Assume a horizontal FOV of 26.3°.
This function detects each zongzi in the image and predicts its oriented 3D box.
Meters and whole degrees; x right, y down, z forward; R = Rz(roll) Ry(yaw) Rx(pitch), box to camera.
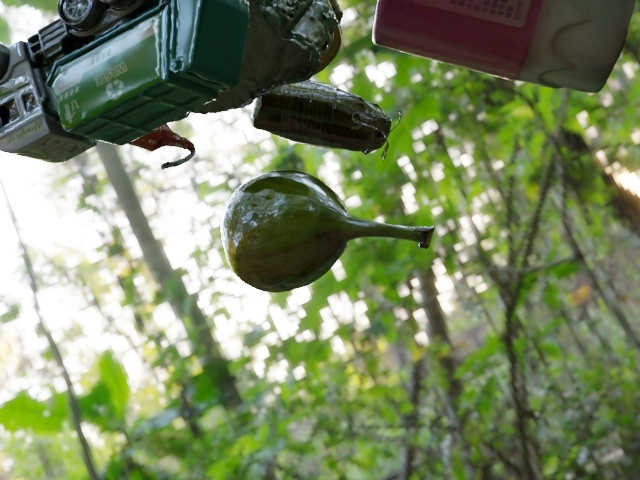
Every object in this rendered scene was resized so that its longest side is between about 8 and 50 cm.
[{"bbox_3d":[0.017,-0.159,1.811,0.187,0.084,0.184,16,5,10],"label":"zongzi"}]

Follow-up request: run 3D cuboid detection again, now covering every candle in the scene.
[{"bbox_3d":[-0.207,-0.117,1.426,0.162,0.048,0.053,17,-39,-9],"label":"candle"}]

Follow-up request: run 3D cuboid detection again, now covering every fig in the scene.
[{"bbox_3d":[0.000,0.000,1.570,0.259,0.151,0.151,11,17,43],"label":"fig"}]

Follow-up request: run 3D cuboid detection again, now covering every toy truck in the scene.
[{"bbox_3d":[-0.182,-0.155,1.191,0.253,0.124,0.114,-26,-17,23],"label":"toy truck"}]

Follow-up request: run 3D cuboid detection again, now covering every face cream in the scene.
[{"bbox_3d":[0.153,-0.220,1.107,0.194,0.175,0.175,13,-15,3],"label":"face cream"}]

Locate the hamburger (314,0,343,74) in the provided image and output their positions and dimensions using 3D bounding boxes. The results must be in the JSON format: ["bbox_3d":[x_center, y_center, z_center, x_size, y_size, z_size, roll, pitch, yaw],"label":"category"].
[{"bbox_3d":[-0.062,-0.324,2.029,0.189,0.122,0.215,21,-42,-27],"label":"hamburger"}]

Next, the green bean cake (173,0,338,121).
[{"bbox_3d":[-0.132,-0.280,1.588,0.241,0.255,0.132,-18,28,32],"label":"green bean cake"}]
